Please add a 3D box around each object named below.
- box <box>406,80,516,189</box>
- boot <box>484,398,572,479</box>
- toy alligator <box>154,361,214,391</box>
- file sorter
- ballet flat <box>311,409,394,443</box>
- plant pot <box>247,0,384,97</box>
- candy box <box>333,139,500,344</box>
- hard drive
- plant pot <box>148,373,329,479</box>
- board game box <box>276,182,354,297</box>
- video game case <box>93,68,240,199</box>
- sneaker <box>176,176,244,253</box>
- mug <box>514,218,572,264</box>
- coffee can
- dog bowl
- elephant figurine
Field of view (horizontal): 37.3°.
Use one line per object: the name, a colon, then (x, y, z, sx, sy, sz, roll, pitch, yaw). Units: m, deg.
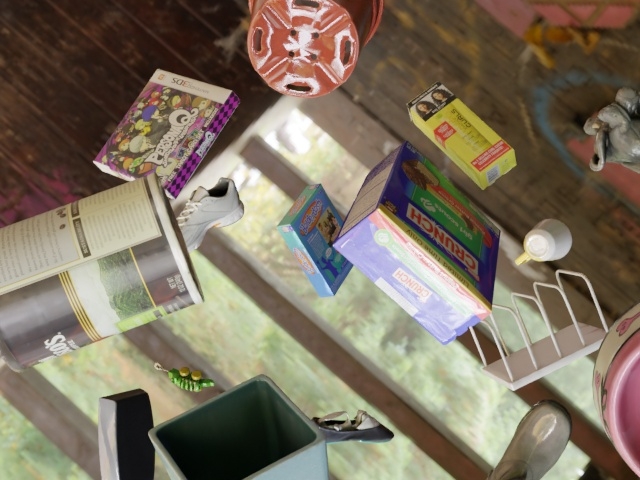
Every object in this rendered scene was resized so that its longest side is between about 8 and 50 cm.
box: (0.268, -0.203, 1.818, 0.087, 0.232, 0.058, -36, 147, -5)
boot: (0.310, 0.375, 1.478, 0.246, 0.083, 0.161, -60, 169, 16)
toy alligator: (-0.389, 0.386, 2.640, 0.051, 0.190, 0.056, -56, 155, -50)
file sorter: (0.513, 0.206, 2.262, 0.278, 0.173, 0.193, -25, -174, -8)
ballet flat: (0.066, 0.397, 2.019, 0.074, 0.203, 0.074, -179, -90, -72)
plant pot: (-0.019, -0.410, 1.781, 0.272, 0.272, 0.265, -52, -165, 29)
candy box: (0.186, -0.005, 1.705, 0.122, 0.268, 0.317, -42, -169, 29)
hard drive: (-0.496, 0.520, 2.446, 0.054, 0.254, 0.172, -3, 180, 31)
plant pot: (-0.129, 0.445, 1.717, 0.247, 0.248, 0.252, -24, 121, -21)
board game box: (0.000, 0.000, 2.169, 0.047, 0.210, 0.160, -9, -148, 39)
video game case: (-0.292, -0.206, 1.794, 0.232, 0.210, 0.042, -58, 144, -14)
sneaker: (-0.298, -0.063, 2.230, 0.262, 0.099, 0.121, -38, 140, -29)
mug: (0.328, 0.010, 1.395, 0.064, 0.062, 0.078, -17, 127, -56)
coffee can: (-0.327, 0.042, 1.333, 0.275, 0.201, 0.201, -21, 172, -5)
dog bowl: (0.686, 0.285, 1.669, 0.408, 0.408, 0.150, -51, 171, 20)
elephant figurine: (0.668, -0.218, 2.104, 0.186, 0.169, 0.239, -51, 173, -25)
